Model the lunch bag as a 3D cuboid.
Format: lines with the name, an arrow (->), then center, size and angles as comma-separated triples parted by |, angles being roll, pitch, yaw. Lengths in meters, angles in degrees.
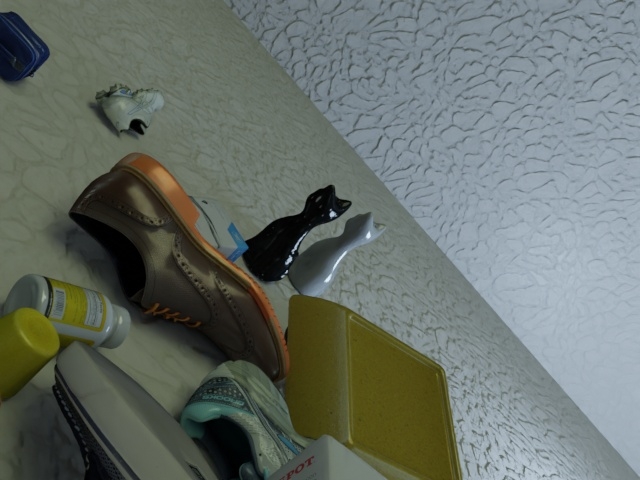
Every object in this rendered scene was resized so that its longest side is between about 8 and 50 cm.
lunch bag -> -0.445, -0.275, 0.961 | 0.098, 0.067, 0.065 | 47, 18, -12

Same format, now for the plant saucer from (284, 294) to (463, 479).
plant saucer -> 0.097, 0.256, 1.002 | 0.333, 0.081, 0.333 | 33, 36, -27

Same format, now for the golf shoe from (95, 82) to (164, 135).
golf shoe -> -0.326, -0.224, 1.182 | 0.086, 0.069, 0.176 | 69, 20, -4

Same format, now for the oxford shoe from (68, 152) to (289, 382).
oxford shoe -> -0.180, 0.069, 0.872 | 0.364, 0.130, 0.133 | 53, 49, -12

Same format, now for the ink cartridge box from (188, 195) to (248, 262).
ink cartridge box -> -0.200, -0.013, 1.023 | 0.104, 0.060, 0.180 | 55, 18, 16

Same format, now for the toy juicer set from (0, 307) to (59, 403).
toy juicer set -> -0.356, 0.029, 0.497 | 0.329, 0.089, 0.209 | 53, 9, -18

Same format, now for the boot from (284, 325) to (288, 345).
boot -> 0.048, 0.226, 1.109 | 0.189, 0.076, 0.208 | 47, 6, 37

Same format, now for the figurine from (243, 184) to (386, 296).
figurine -> 0.000, 0.000, 1.229 | 0.215, 0.209, 0.092 | 27, 28, -51

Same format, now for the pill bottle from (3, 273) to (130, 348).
pill bottle -> -0.257, 0.079, 0.690 | 0.116, 0.065, 0.065 | 28, 27, -50

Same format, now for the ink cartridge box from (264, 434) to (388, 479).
ink cartridge box -> 0.004, 0.340, 0.606 | 0.168, 0.171, 0.233 | 44, 18, -18

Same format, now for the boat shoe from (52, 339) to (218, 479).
boat shoe -> -0.159, 0.228, 0.523 | 0.340, 0.158, 0.127 | 36, -13, 38

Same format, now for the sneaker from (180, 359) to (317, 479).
sneaker -> -0.052, 0.272, 0.759 | 0.283, 0.110, 0.122 | 42, 24, 7
